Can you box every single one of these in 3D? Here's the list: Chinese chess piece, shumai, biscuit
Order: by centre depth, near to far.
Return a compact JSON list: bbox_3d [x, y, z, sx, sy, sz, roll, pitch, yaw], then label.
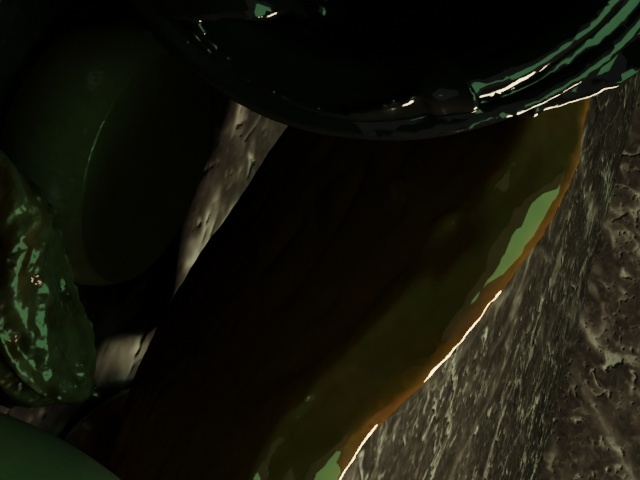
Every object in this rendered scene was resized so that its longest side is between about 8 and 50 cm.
[{"bbox_3d":[-0.169,0.033,0.600,0.116,0.145,0.145,-35,141,-31],"label":"shumai"},{"bbox_3d":[-0.115,-0.047,0.751,0.144,0.058,0.144,-52,152,-42],"label":"Chinese chess piece"},{"bbox_3d":[-0.002,-0.001,0.768,0.365,0.062,0.385,-54,-165,4],"label":"biscuit"}]

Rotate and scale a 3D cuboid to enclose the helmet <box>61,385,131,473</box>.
[{"bbox_3d":[-0.101,0.176,0.898,0.155,0.106,0.175,-65,154,-21],"label":"helmet"}]

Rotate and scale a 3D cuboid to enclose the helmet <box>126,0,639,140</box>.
[{"bbox_3d":[0.026,-0.164,0.588,0.160,0.279,0.230,-149,-118,-67],"label":"helmet"}]

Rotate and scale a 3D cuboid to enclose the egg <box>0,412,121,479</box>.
[{"bbox_3d":[-0.155,0.210,0.533,0.276,0.276,0.389,-60,151,-31],"label":"egg"}]
